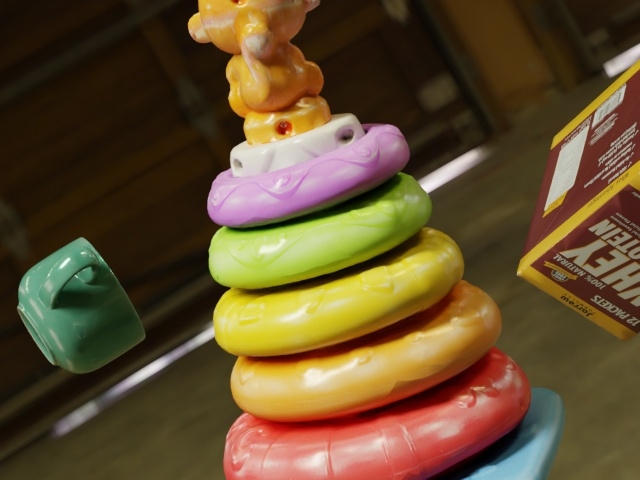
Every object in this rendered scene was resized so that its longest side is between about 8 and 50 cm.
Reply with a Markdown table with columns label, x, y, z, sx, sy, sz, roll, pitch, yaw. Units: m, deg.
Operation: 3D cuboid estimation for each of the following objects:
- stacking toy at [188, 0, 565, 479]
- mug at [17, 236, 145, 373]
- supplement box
| label | x | y | z | sx | sy | sz | roll | pitch | yaw |
| --- | --- | --- | --- | --- | --- | --- | --- | --- | --- |
| stacking toy | 0.000 | 0.000 | 0.899 | 0.175 | 0.302 | 0.166 | -15 | 11 | 16 |
| mug | -0.265 | 0.066 | 1.900 | 0.097 | 0.158 | 0.129 | -33 | 34 | -14 |
| supplement box | 0.305 | -0.048 | 1.676 | 0.191 | 0.129 | 0.194 | -45 | 19 | 47 |
